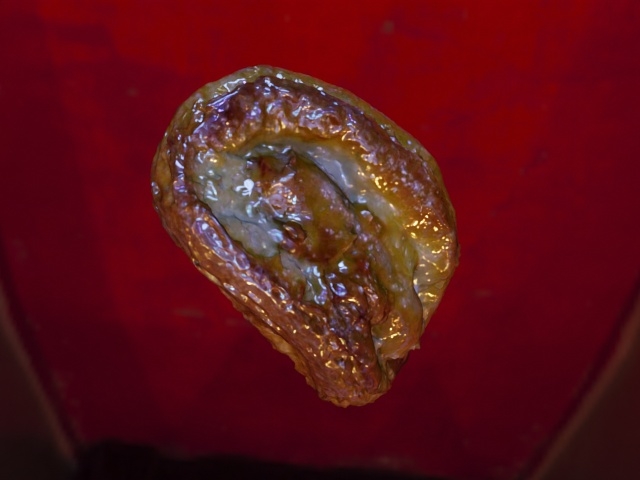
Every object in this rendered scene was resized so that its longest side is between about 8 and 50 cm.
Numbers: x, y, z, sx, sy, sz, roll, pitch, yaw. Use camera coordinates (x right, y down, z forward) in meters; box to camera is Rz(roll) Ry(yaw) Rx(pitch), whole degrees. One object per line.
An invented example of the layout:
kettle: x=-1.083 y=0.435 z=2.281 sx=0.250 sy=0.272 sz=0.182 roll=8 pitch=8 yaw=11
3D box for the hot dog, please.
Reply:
hot dog: x=-0.001 y=-0.001 z=0.650 sx=0.065 sy=0.099 sz=0.147 roll=4 pitch=141 yaw=45
